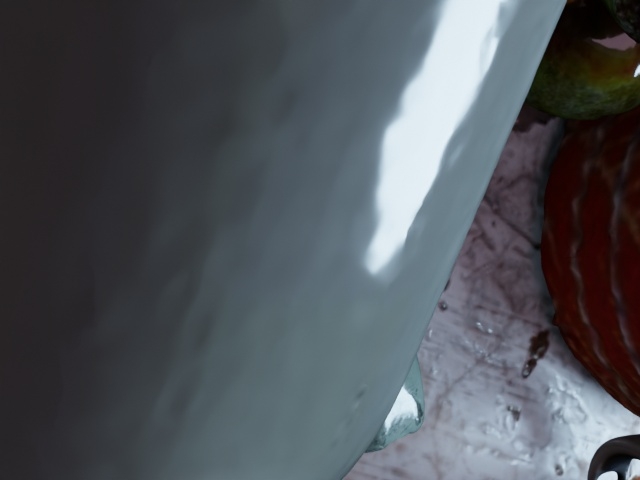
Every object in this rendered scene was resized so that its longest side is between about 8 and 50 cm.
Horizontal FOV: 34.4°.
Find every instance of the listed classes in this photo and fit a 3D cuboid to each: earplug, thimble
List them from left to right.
[{"bbox_3d":[-0.081,-0.042,0.471,0.312,0.312,0.394,10,111,-23],"label":"earplug"},{"bbox_3d":[0.349,0.012,0.727,0.350,0.230,0.350,-2,95,-22],"label":"thimble"}]

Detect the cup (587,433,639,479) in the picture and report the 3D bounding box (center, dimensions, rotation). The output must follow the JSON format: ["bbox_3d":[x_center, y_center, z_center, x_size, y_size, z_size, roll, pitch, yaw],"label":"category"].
[{"bbox_3d":[0.243,0.267,0.715,0.191,0.200,0.253,-1,94,-23],"label":"cup"}]

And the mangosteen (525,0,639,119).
[{"bbox_3d":[0.207,-0.224,0.600,0.300,0.300,0.300,-2,95,-23],"label":"mangosteen"}]

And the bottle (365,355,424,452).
[{"bbox_3d":[0.000,0.000,0.655,0.083,0.083,0.270,-20,101,-21],"label":"bottle"}]
